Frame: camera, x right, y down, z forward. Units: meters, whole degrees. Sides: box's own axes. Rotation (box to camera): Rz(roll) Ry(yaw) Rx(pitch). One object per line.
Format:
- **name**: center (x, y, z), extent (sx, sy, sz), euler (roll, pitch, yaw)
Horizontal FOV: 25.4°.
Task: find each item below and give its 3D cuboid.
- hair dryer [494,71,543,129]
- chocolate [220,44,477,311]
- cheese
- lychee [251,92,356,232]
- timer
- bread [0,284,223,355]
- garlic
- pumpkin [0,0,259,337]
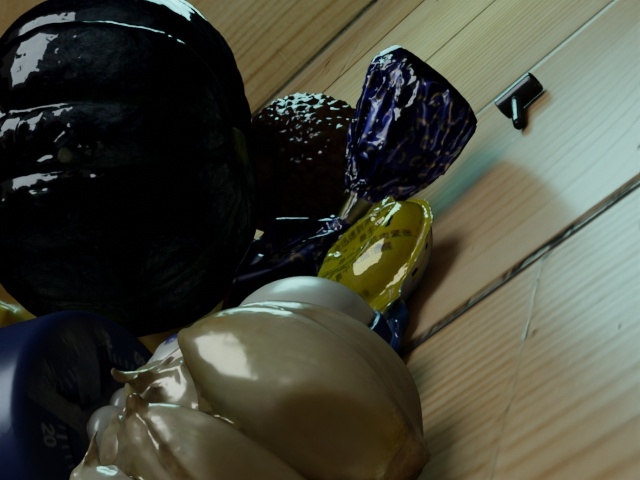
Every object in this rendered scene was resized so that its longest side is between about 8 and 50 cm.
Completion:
- **hair dryer**: center (0.197, -0.133, 1.408), extent (0.047, 0.026, 0.083), euler (-42, 15, 25)
- **chocolate**: center (0.024, -0.017, 1.402), extent (0.126, 0.148, 0.343), euler (34, 88, 39)
- **cheese**: center (0.045, 0.045, 1.244), extent (0.156, 0.064, 0.250), euler (-43, 20, 28)
- **lychee**: center (0.001, -0.076, 1.584), extent (0.188, 0.188, 0.188), euler (-44, 11, 11)
- **timer**: center (-0.114, 0.145, 1.126), extent (0.383, 0.270, 0.270), euler (-24, 20, 25)
- **bread**: center (-0.306, 0.092, 1.696), extent (0.394, 0.361, 0.250), euler (-85, 16, -70)
- **garlic**: center (-0.057, 0.153, 0.905), extent (0.281, 0.203, 0.185), euler (-57, -4, -27)
- **pumpkin**: center (-0.205, -0.079, 1.428), extent (0.266, 0.363, 0.363), euler (-3, 24, 11)
